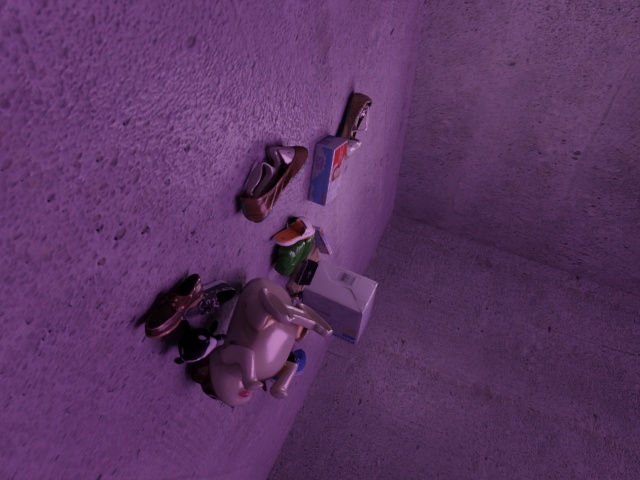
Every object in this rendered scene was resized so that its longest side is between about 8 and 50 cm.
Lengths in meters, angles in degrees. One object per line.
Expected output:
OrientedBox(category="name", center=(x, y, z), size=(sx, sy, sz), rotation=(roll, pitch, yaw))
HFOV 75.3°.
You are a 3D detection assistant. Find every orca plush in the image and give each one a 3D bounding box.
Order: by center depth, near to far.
OrientedBox(category="orca plush", center=(-0.352, 0.265, 1.202), size=(0.287, 0.151, 0.102), rotation=(-46, 111, -85))

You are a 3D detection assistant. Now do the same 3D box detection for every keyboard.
OrientedBox(category="keyboard", center=(-0.079, 0.184, 1.945), size=(0.317, 0.033, 0.201), rotation=(38, 75, -79))

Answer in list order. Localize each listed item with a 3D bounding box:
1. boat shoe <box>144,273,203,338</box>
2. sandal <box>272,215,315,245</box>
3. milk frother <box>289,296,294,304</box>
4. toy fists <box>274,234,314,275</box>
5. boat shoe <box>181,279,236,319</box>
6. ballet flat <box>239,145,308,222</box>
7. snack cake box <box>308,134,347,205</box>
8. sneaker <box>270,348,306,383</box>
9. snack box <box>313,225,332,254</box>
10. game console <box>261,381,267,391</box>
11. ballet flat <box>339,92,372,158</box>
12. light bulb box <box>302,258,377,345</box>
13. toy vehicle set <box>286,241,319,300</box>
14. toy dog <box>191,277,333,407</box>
OrientedBox(category="boat shoe", center=(-0.374, 0.159, 1.058), size=(0.207, 0.073, 0.073), rotation=(-59, 160, -56))
OrientedBox(category="sandal", center=(-0.094, -0.050, 1.656), size=(0.265, 0.102, 0.076), rotation=(-37, 147, -59))
OrientedBox(category="milk frother", center=(-0.197, 0.278, 1.662), size=(0.129, 0.135, 0.143), rotation=(-46, 152, -53))
OrientedBox(category="toy fists", center=(-0.105, 0.034, 1.744), size=(0.142, 0.096, 0.279), rotation=(-62, 169, 24))
OrientedBox(category="boat shoe", center=(-0.327, 0.180, 1.217), size=(0.228, 0.076, 0.080), rotation=(-25, 133, -68))
OrientedBox(category="ballet flat", center=(-0.149, -0.214, 1.305), size=(0.342, 0.116, 0.124), rotation=(-57, 141, -25))
OrientedBox(category="snack cake box", center=(0.031, -0.300, 1.781), size=(0.152, 0.089, 0.264), rotation=(-45, 151, -51))
OrientedBox(category="sneaker", center=(-0.157, 0.675, 2.301), size=(0.330, 0.130, 0.147), rotation=(-22, 133, -69))
OrientedBox(category="snack box", center=(0.000, 0.000, 1.998), size=(0.022, 0.064, 0.178), rotation=(-56, 141, -30))
OrientedBox(category="game console", center=(-0.265, 0.623, 1.966), size=(0.085, 0.124, 0.144), rotation=(-30, 146, -24))
OrientedBox(category="ballet flat", center=(0.147, -0.491, 1.882), size=(0.123, 0.123, 0.348), rotation=(-12, 121, -71))
OrientedBox(category="light bulb box", center=(0.101, 0.350, 2.328), size=(0.225, 0.358, 0.361), rotation=(-55, 160, -35))
OrientedBox(category="toy vehicle set", center=(-0.083, 0.150, 2.058), size=(0.166, 0.035, 0.266), rotation=(81, 33, -60))
OrientedBox(category="toy dog", center=(-0.238, 0.343, 1.346), size=(0.408, 0.395, 0.284), rotation=(-55, 145, 3))
